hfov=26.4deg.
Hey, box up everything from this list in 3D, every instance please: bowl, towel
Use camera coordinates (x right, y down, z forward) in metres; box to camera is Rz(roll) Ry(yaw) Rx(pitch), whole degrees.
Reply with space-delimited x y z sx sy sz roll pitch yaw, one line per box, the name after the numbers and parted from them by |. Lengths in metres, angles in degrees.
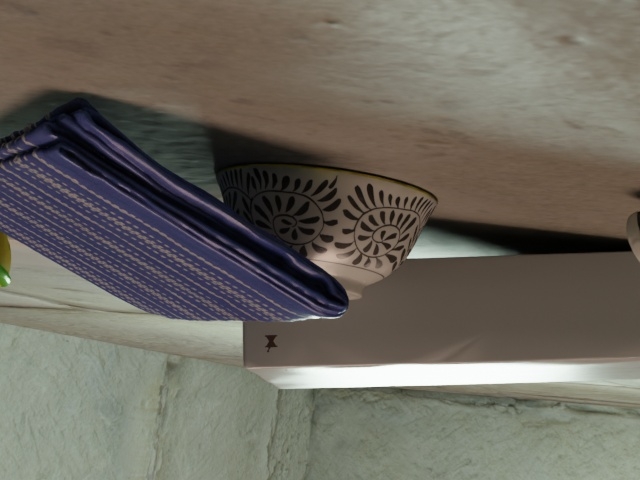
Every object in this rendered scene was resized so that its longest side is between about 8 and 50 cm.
0.000 0.000 1.027 0.170 0.080 0.170 6 171 1 | bowl
-0.146 -0.009 1.007 0.243 0.040 0.336 33 162 -23 | towel

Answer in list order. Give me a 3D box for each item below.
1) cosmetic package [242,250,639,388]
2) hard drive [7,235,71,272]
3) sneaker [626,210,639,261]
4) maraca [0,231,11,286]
0.132 0.077 1.217 0.377 0.098 0.284 -2 173 3 | cosmetic package
-0.386 -0.011 1.407 0.307 0.040 0.203 7 171 3 | hard drive
0.280 -0.002 0.919 0.157 0.061 0.065 10 144 -23 | sneaker
-0.348 -0.014 1.189 0.185 0.099 0.127 39 160 -23 | maraca
